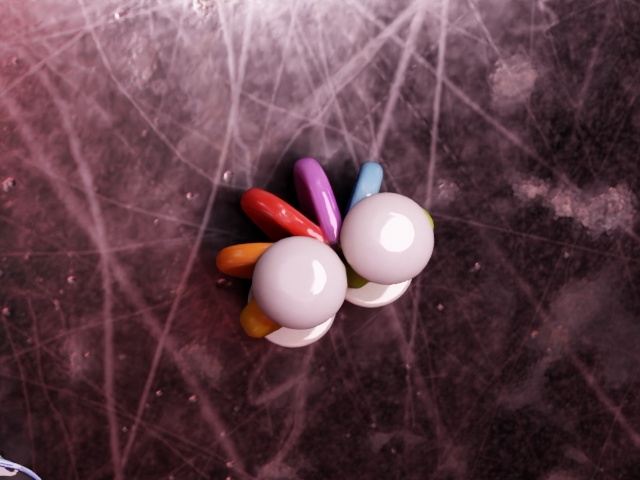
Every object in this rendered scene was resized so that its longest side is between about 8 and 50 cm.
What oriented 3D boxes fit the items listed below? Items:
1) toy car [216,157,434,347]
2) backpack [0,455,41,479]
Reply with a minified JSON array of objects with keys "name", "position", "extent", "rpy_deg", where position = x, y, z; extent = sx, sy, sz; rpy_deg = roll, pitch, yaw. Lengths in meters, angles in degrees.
[{"name":"toy car","position":[0.000,0.000,1.547],"extent":[0.182,0.159,0.136],"rpy_deg":[-27,81,-10]},{"name":"backpack","position":[-0.311,0.223,1.505],"extent":[0.173,0.117,0.158],"rpy_deg":[5,108,-23]}]
